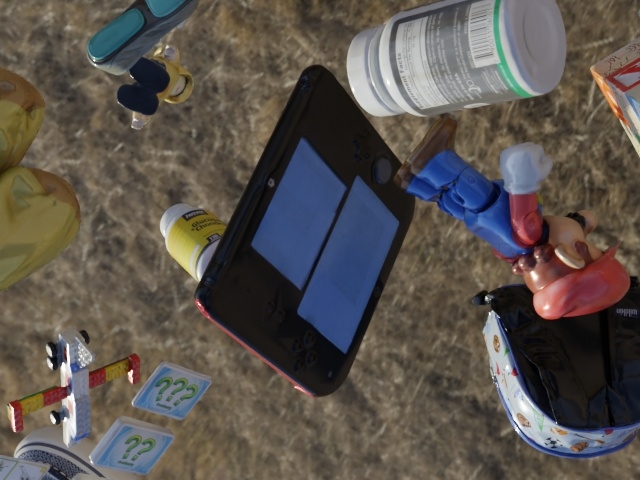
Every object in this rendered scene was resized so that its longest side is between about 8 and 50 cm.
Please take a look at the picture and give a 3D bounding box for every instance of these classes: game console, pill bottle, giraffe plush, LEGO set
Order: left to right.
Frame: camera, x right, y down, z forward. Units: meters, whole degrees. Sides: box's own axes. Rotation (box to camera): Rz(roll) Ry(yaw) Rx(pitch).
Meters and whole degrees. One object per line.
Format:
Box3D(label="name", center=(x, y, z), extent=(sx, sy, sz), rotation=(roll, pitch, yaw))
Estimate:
Box3D(label="giraffe plush", center=(-0.251, 0.012, 0.566), extent=(0.182, 0.210, 0.170), rotation=(3, 161, -27))
Box3D(label="LEGO set", center=(-0.205, 0.172, 0.799), extent=(0.060, 0.182, 0.244), rotation=(39, -178, 37))
Box3D(label="pill bottle", center=(-0.202, 0.006, 1.606), extent=(0.184, 0.103, 0.103), rotation=(37, 147, 46))
Box3D(label="game console", center=(0.000, 0.000, 1.334), extent=(0.060, 0.386, 0.342), rotation=(10, 156, 33))
Box3D(label="pill bottle", center=(0.238, -0.336, 1.701), extent=(0.361, 0.204, 0.204), rotation=(-4, 124, 42))

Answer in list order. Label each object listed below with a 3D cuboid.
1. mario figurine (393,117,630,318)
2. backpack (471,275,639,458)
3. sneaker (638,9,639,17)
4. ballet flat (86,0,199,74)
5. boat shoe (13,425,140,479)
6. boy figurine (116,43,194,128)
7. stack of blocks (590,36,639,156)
Box3D(label="mario figurine", center=(0.261, -0.037, 1.192), extent=(0.321, 0.198, 0.170), rotation=(38, 109, 1))
Box3D(label="backpack", center=(0.388, 0.206, 1.466), extent=(0.277, 0.263, 0.213), rotation=(-5, 137, -4))
Box3D(label="sneaker", center=(0.556, -0.274, 1.259), extent=(0.258, 0.091, 0.094), rotation=(34, 179, -6))
Box3D(label="ballet flat", center=(-0.223, -0.302, 1.276), extent=(0.213, 0.068, 0.072), rotation=(-34, 66, 14))
Box3D(label="boat shoe", center=(-0.217, 0.356, 0.934), extent=(0.127, 0.158, 0.340), rotation=(-34, 97, 31))
Box3D(label="boy figurine", center=(-0.320, -0.299, 1.838), extent=(0.092, 0.285, 0.177), rotation=(27, 100, -1))
Box3D(label="stack of blocks", center=(0.300, 0.004, 0.605), extent=(0.087, 0.171, 0.297), rotation=(-31, 107, 12))
